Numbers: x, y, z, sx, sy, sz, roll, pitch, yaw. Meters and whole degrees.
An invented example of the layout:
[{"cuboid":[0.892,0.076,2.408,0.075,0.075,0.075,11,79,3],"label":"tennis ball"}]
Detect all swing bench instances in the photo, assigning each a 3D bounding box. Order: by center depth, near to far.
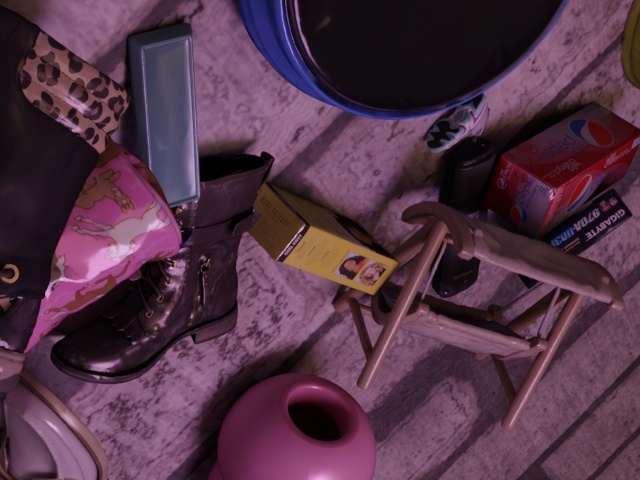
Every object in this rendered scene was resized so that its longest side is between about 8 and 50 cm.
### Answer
[{"cuboid":[0.197,0.079,1.807,0.253,0.165,0.254,20,121,-27],"label":"swing bench"}]

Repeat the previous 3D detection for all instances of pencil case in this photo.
[{"cuboid":[-0.310,0.055,1.298,0.386,0.160,0.167,-38,116,-13],"label":"pencil case"}]

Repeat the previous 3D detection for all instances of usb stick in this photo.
[{"cuboid":[0.192,-0.027,1.910,0.077,0.045,0.278,-31,146,-26],"label":"usb stick"}]

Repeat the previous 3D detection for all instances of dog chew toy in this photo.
[{"cuboid":[-0.058,0.329,1.883,0.207,0.206,0.332,-17,146,-39],"label":"dog chew toy"}]

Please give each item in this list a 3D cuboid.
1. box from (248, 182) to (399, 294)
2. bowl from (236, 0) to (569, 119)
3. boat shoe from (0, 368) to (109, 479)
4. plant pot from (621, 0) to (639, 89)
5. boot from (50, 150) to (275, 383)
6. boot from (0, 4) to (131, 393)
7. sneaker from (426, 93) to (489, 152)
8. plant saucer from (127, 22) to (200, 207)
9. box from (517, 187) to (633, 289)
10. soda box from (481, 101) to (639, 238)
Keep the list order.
[{"cuboid":[0.000,0.000,1.673,0.058,0.087,0.232,-52,150,11],"label":"box"},{"cuboid":[0.105,-0.292,1.381,0.391,0.077,0.391,-17,131,-22],"label":"bowl"},{"cuboid":[-0.303,0.255,1.575,0.103,0.113,0.302,-40,150,-21],"label":"boat shoe"},{"cuboid":[0.661,-0.262,1.906,0.366,0.353,0.366,-31,146,-24],"label":"plant pot"},{"cuboid":[-0.169,0.017,1.507,0.263,0.091,0.229,-23,137,-40],"label":"boot"},{"cuboid":[-0.346,-0.071,1.109,0.377,0.138,0.284,30,82,-27],"label":"boot"},{"cuboid":[0.178,-0.136,1.774,0.098,0.038,0.069,-45,148,-2],"label":"sneaker"},{"cuboid":[-0.148,-0.114,1.379,0.067,0.018,0.192,-18,125,-28],"label":"plant saucer"},{"cuboid":[0.356,-0.004,2.014,0.175,0.051,0.220,-36,175,9],"label":"box"},{"cuboid":[0.329,-0.099,1.904,0.263,0.092,0.083,-29,147,-47],"label":"soda box"}]
